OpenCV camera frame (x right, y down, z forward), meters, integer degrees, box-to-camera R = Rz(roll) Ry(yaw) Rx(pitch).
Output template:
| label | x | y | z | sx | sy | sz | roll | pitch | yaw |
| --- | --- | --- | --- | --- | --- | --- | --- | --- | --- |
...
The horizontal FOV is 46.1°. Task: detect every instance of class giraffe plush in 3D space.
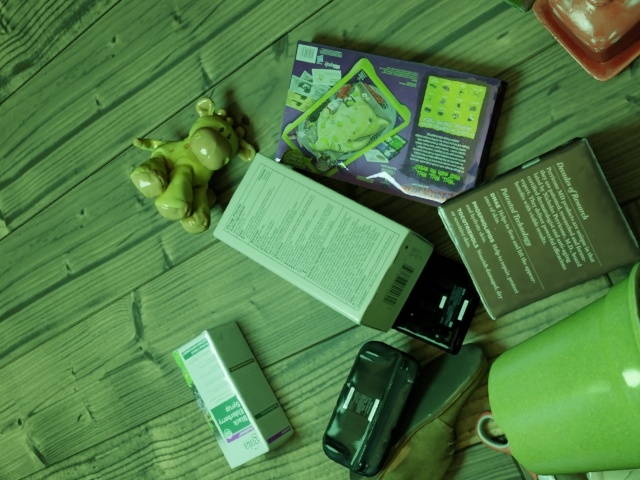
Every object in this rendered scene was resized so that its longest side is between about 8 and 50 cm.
| label | x | y | z | sx | sy | sz | roll | pitch | yaw |
| --- | --- | --- | --- | --- | --- | --- | --- | --- | --- |
| giraffe plush | -0.210 | -0.143 | 1.312 | 0.171 | 0.181 | 0.210 | -35 | 45 | 17 |

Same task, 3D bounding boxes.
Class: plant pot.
| label | x | y | z | sx | sy | sz | roll | pitch | yaw |
| --- | --- | --- | --- | --- | --- | --- | --- | --- | --- |
| plant pot | 0.374 | 0.195 | 0.988 | 0.254 | 0.276 | 0.276 | -32 | 81 | 39 |

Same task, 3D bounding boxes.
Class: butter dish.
| label | x | y | z | sx | sy | sz | roll | pitch | yaw |
| --- | --- | --- | --- | --- | --- | --- | --- | --- | --- |
| butter dish | 0.373 | -0.317 | 0.984 | 0.160 | 0.118 | 0.159 | -44 | 75 | 26 |

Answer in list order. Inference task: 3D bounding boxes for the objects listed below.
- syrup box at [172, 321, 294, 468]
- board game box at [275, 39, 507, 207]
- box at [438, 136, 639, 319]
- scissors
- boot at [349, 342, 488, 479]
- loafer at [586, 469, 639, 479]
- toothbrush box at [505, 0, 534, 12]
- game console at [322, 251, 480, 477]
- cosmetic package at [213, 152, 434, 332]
| label | x | y | z | sx | sy | sz | roll | pitch | yaw |
| --- | --- | --- | --- | --- | --- | --- | --- | --- | --- |
| syrup box | -0.156 | 0.275 | 1.352 | 0.093 | 0.096 | 0.236 | -34 | 80 | 27 |
| board game box | 0.100 | -0.183 | 1.188 | 0.347 | 0.056 | 0.208 | 18 | 101 | 25 |
| box | 0.291 | -0.021 | 1.012 | 0.203 | 0.168 | 0.167 | -26 | 90 | 17 |
| scissors | 0.334 | 0.340 | 1.093 | 0.297 | 0.021 | 0.109 | 50 | 119 | 36 |
| boot | 0.180 | 0.293 | 1.195 | 0.115 | 0.112 | 0.305 | 33 | 108 | -12 |
| loafer | 0.447 | 0.419 | 1.048 | 0.092 | 0.102 | 0.268 | -17 | 88 | 34 |
| toothbrush box | 0.284 | -0.459 | 0.963 | 0.122 | 0.206 | 0.283 | 44 | 115 | 17 |
| game console | 0.096 | 0.180 | 1.172 | 0.213 | 0.044 | 0.361 | 22 | 88 | 30 |
| cosmetic package | 0.000 | 0.000 | 1.179 | 0.310 | 0.113 | 0.160 | 30 | 92 | 32 |
